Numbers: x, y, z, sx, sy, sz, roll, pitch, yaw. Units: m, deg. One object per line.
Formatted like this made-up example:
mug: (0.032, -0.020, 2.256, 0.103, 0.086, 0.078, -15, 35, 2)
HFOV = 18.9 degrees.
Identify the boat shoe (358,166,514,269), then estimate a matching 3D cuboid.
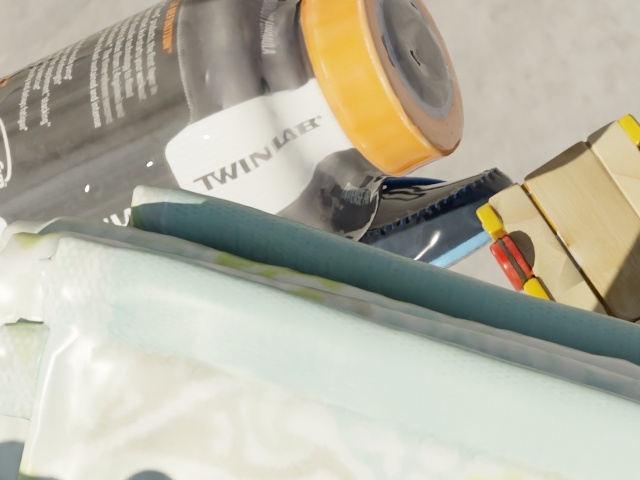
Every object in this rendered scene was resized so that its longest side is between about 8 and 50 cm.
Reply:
boat shoe: (0.000, 0.000, 1.105, 0.258, 0.109, 0.089, -22, 91, 38)

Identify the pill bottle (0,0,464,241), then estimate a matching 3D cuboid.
pill bottle: (-0.063, -0.035, 0.829, 0.246, 0.130, 0.130, -22, 108, 25)

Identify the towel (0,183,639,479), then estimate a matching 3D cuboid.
towel: (0.048, 0.179, 0.579, 0.374, 0.090, 0.320, 17, 104, 10)

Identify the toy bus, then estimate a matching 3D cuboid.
toy bus: (0.162, 0.043, 0.904, 0.191, 0.104, 0.202, 9, 66, 29)
